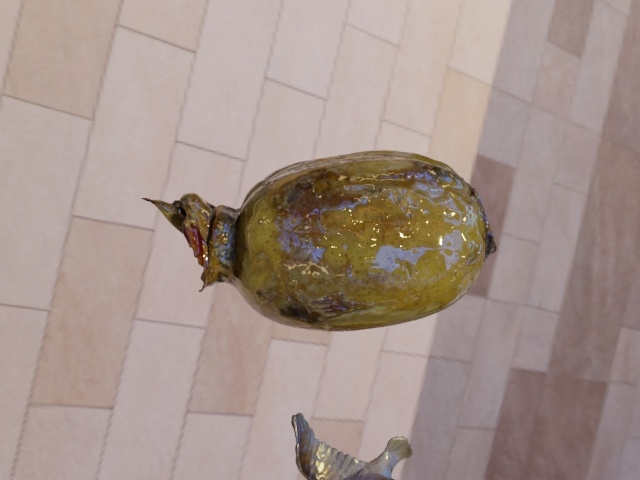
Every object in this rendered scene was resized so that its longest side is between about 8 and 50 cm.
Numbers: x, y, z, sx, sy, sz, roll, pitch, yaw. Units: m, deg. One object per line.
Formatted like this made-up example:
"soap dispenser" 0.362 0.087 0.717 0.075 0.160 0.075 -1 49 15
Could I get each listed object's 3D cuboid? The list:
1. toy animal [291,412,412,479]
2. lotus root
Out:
"toy animal" 0.049 0.373 1.432 0.272 0.160 0.197 44 43 -35
"lotus root" 0.000 0.002 0.781 0.278 0.154 0.154 -3 103 -2
